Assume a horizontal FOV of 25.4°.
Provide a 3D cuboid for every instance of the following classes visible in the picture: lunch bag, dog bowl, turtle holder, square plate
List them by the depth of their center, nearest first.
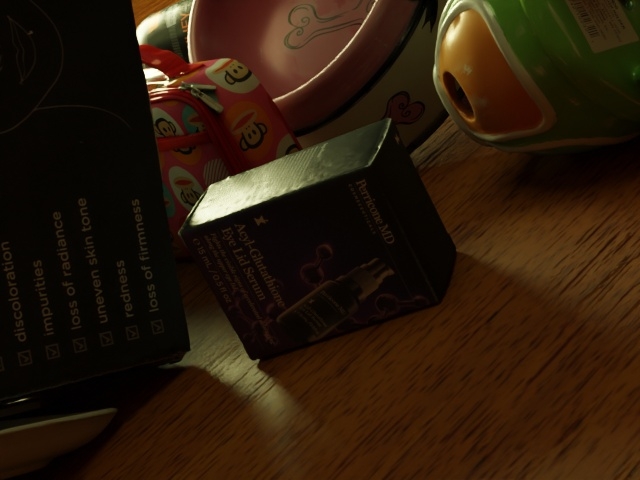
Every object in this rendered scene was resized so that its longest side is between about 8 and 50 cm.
[{"bbox_3d":[-0.422,0.220,1.318,0.347,0.049,0.344,-13,-3,32],"label":"square plate"},{"bbox_3d":[0.246,-0.216,1.411,0.227,0.243,0.320,-34,21,42],"label":"turtle holder"},{"bbox_3d":[-0.151,-0.107,1.633,0.120,0.258,0.293,-41,23,-31],"label":"lunch bag"},{"bbox_3d":[0.009,-0.277,1.692,0.408,0.150,0.408,-20,58,36],"label":"dog bowl"}]

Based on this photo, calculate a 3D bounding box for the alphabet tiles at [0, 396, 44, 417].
[{"bbox_3d":[-0.461,0.200,1.429,0.285,0.011,0.342,-13,-2,37],"label":"alphabet tiles"}]

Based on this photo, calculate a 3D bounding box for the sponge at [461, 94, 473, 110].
[{"bbox_3d":[0.268,-0.216,1.680,0.210,0.031,0.117,-17,23,29],"label":"sponge"}]

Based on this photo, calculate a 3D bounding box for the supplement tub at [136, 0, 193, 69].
[{"bbox_3d":[-0.130,-0.275,2.094,0.338,0.207,0.207,-23,20,17],"label":"supplement tub"}]

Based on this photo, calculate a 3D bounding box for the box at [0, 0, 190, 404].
[{"bbox_3d":[-0.429,-0.068,1.369,0.471,0.480,0.297,-11,4,-40],"label":"box"}]

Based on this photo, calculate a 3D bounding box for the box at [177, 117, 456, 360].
[{"bbox_3d":[0.000,0.000,1.328,0.207,0.153,0.108,-20,22,24],"label":"box"}]
